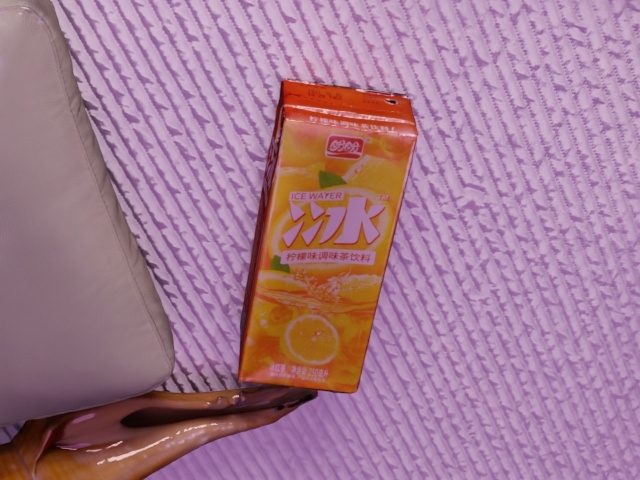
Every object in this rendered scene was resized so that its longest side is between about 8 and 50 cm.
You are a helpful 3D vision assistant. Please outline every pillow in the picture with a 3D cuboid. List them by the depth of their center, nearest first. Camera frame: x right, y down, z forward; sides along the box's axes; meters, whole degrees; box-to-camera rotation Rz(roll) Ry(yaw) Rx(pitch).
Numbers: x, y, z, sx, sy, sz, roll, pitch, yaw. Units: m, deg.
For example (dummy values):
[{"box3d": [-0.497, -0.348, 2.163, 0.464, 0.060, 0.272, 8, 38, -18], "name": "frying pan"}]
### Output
[{"box3d": [-0.258, -0.003, 0.898, 0.255, 0.120, 0.322, -12, 122, 3], "name": "pillow"}]

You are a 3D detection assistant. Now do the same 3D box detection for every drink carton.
[{"box3d": [0.000, 0.000, 0.951, 0.096, 0.071, 0.223, 8, 121, -8], "name": "drink carton"}]

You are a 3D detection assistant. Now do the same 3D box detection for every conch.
[{"box3d": [-0.163, 0.159, 1.038, 0.330, 0.093, 0.109, -20, 105, -15], "name": "conch"}]
